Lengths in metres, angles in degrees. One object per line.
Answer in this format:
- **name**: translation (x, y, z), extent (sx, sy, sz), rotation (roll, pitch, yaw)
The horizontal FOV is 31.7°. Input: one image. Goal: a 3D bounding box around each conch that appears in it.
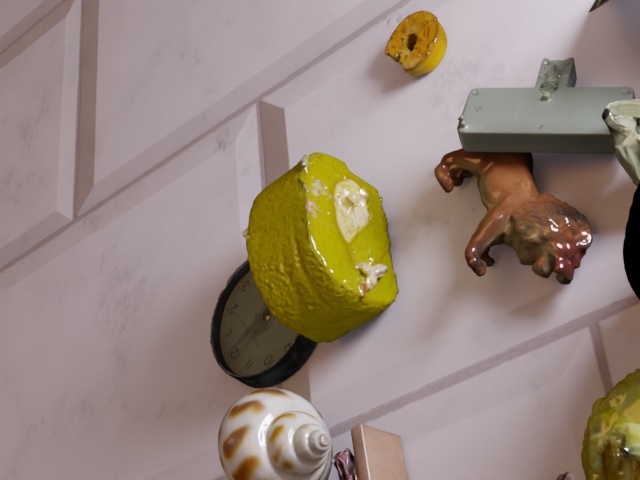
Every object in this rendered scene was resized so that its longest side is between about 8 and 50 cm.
- **conch**: translation (-0.055, 0.283, 1.478), extent (0.149, 0.275, 0.183), rotation (-16, 78, -8)

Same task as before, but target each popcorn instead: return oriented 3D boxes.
- **popcorn**: translation (0.356, 0.215, 1.166), extent (0.173, 0.142, 0.173), rotation (-41, 19, 18)

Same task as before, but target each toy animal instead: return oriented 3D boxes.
- **toy animal**: translation (0.246, -0.053, 1.461), extent (0.157, 0.097, 0.312), rotation (-27, 47, 16)

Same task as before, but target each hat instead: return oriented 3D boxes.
- **hat**: translation (0.420, -0.110, 1.318), extent (0.166, 0.081, 0.122), rotation (-8, 71, 16)

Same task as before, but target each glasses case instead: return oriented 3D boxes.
- **glasses case**: translation (0.058, 0.329, 1.411), extent (0.070, 0.102, 0.193), rotation (-37, 46, 33)

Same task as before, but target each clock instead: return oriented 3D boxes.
- **clock**: translation (-0.082, 0.116, 1.712), extent (0.215, 0.042, 0.215), rotation (-23, 54, 35)

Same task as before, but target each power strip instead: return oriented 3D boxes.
- **power strip**: translation (0.294, -0.179, 1.450), extent (0.216, 0.061, 0.145), rotation (3, 49, 23)

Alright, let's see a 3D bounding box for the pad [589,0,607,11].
- **pad**: translation (0.458, -0.410, 1.320), extent (0.375, 0.063, 0.315), rotation (-36, 6, 24)

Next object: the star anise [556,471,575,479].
- **star anise**: translation (0.248, 0.392, 1.101), extent (0.332, 0.117, 0.331), rotation (0, 89, 14)

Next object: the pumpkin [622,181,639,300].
- **pumpkin**: translation (0.406, -0.015, 1.167), extent (0.163, 0.233, 0.233), rotation (18, 80, 21)

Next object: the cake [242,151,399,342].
- **cake**: translation (0.000, 0.000, 1.593), extent (0.156, 0.179, 0.260), rotation (-31, 50, 28)

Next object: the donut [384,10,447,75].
- **donut**: translation (0.151, -0.298, 1.716), extent (0.097, 0.043, 0.108), rotation (-47, 42, 15)
